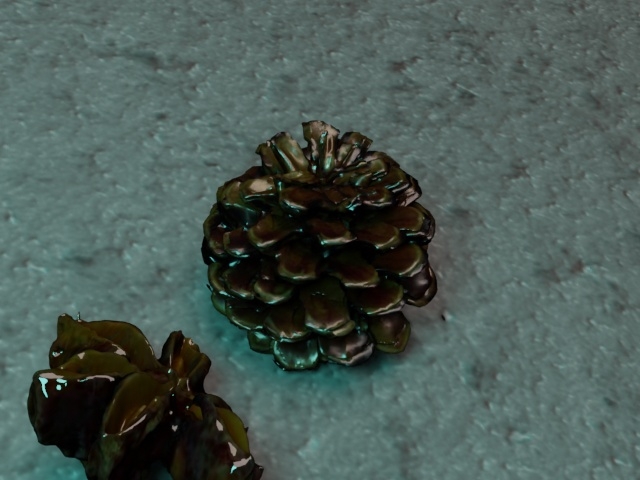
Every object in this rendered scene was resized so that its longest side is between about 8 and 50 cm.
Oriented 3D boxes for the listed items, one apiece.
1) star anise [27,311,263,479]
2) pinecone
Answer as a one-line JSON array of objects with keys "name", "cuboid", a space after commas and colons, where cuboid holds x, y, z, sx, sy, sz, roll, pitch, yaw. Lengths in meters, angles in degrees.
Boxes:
[{"name": "star anise", "cuboid": [-0.132, 0.145, 1.046, 0.190, 0.126, 0.220, 14, 13, -5]}, {"name": "pinecone", "cuboid": [0.000, 0.000, 1.183, 0.221, 0.221, 0.221, 10, 42, -9]}]
